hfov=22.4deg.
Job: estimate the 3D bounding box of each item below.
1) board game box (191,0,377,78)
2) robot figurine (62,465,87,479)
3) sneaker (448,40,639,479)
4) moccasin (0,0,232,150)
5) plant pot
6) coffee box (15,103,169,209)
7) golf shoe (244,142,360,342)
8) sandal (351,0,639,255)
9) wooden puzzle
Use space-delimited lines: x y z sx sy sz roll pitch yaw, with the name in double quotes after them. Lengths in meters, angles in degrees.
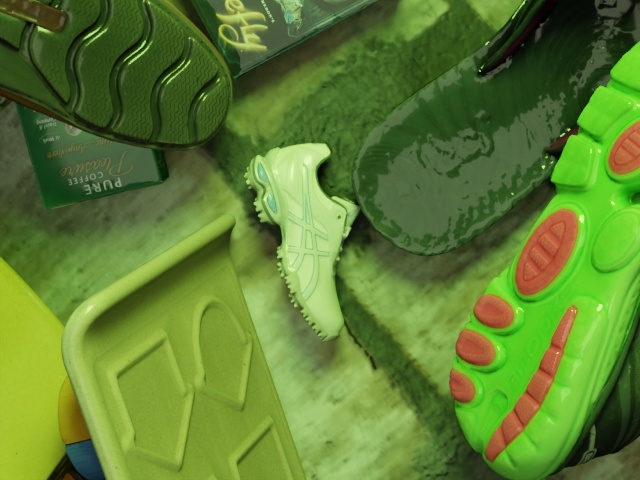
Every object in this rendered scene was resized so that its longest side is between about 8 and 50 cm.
-0.058 -0.282 1.360 0.165 0.042 0.243 -28 96 10 "board game box"
-0.254 0.256 1.457 0.291 0.085 0.211 9 97 5 "robot figurine"
0.288 -0.006 1.293 0.483 0.202 0.185 -54 50 27 "sneaker"
-0.250 -0.171 1.303 0.380 0.147 0.139 15 94 -20 "moccasin"
-0.291 0.141 1.338 0.187 0.212 0.212 34 68 1 "plant pot"
-0.208 -0.127 1.406 0.113 0.040 0.184 -14 98 7 "coffee box"
0.000 0.000 1.395 0.086 0.069 0.176 -19 99 4 "golf shoe"
0.212 -0.149 1.320 0.167 0.107 0.446 44 102 -3 "sandal"
-0.108 0.179 1.313 0.080 0.322 0.347 -11 100 19 "wooden puzzle"
